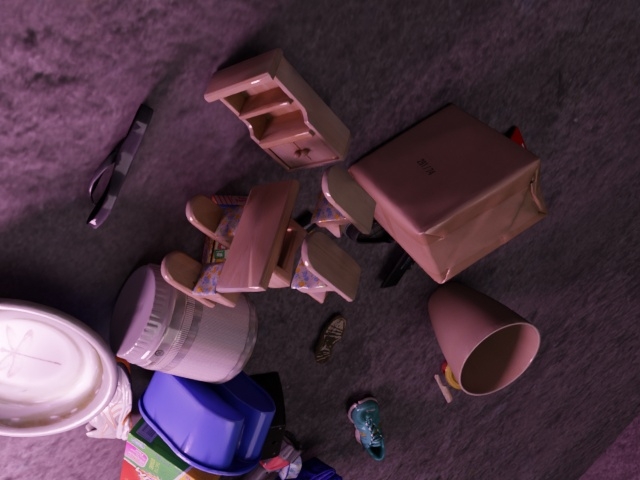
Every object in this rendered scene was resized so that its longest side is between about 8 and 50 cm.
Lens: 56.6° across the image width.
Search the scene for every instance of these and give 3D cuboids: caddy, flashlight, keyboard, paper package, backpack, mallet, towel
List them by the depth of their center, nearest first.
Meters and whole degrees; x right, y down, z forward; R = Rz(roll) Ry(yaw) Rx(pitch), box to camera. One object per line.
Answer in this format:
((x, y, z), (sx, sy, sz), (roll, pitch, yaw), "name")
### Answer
((0.278, -0.117, 1.324), (0.309, 0.325, 0.168), (-33, 131, -4), "paper package")
((-0.273, 0.410, 1.412), (0.241, 0.341, 0.179), (5, 112, -54), "caddy")
((0.000, 0.000, 1.457), (0.062, 0.039, 0.189), (-43, 135, 3), "mallet")
((0.230, 0.053, 1.600), (0.108, 0.023, 0.180), (-5, 133, -53), "keyboard")
((-0.185, 0.683, 1.716), (0.103, 0.103, 0.304), (41, 91, -13), "flashlight")
((-0.110, 0.664, 1.807), (0.084, 0.114, 0.105), (2, 122, -28), "backpack")
((-0.102, 0.762, 1.810), (0.308, 0.227, 0.076), (-20, 97, -24), "towel")

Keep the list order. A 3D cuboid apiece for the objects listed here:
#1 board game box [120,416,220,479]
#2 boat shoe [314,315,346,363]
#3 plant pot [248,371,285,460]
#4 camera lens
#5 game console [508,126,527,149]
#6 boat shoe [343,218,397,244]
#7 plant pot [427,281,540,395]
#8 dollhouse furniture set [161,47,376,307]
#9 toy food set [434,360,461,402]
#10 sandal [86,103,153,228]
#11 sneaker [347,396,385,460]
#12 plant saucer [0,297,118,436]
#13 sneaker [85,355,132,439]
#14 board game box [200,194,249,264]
((-0.386, 0.603, 1.510), (0.064, 0.242, 0.317), (-50, 167, -47), "board game box")
((0.023, 0.268, 1.652), (0.056, 0.048, 0.153), (15, 108, -20), "boat shoe")
((-0.187, 0.492, 1.616), (0.187, 0.167, 0.188), (-3, 122, -26), "plant pot")
((-0.292, 0.188, 1.314), (0.274, 0.219, 0.219), (24, 109, -37), "camera lens")
((0.479, -0.210, 1.563), (0.144, 0.085, 0.124), (49, 62, -41), "game console")
((0.169, -0.025, 1.493), (0.228, 0.076, 0.080), (0, 122, -27), "boat shoe")
((0.428, 0.245, 1.682), (0.256, 0.274, 0.257), (-13, 128, -18), "plant pot")
((-0.112, -0.102, 1.091), (0.256, 0.362, 0.394), (40, 55, -41), "dollhouse furniture set")
((0.466, 0.414, 1.963), (0.217, 0.071, 0.128), (-37, 107, -2), "toy food set")
((-0.392, -0.144, 1.126), (0.054, 0.097, 0.255), (23, 100, -24), "sandal")
((0.164, 0.601, 1.905), (0.107, 0.110, 0.275), (-25, 129, -9), "sneaker")
((-0.623, 0.248, 1.237), (0.400, 0.101, 0.401), (-4, 127, -5), "plant saucer")
((-0.515, 0.388, 1.427), (0.120, 0.099, 0.263), (-1, 121, -21), "sneaker")
((-0.185, -0.007, 1.348), (0.146, 0.045, 0.194), (1, 121, -27), "board game box")
